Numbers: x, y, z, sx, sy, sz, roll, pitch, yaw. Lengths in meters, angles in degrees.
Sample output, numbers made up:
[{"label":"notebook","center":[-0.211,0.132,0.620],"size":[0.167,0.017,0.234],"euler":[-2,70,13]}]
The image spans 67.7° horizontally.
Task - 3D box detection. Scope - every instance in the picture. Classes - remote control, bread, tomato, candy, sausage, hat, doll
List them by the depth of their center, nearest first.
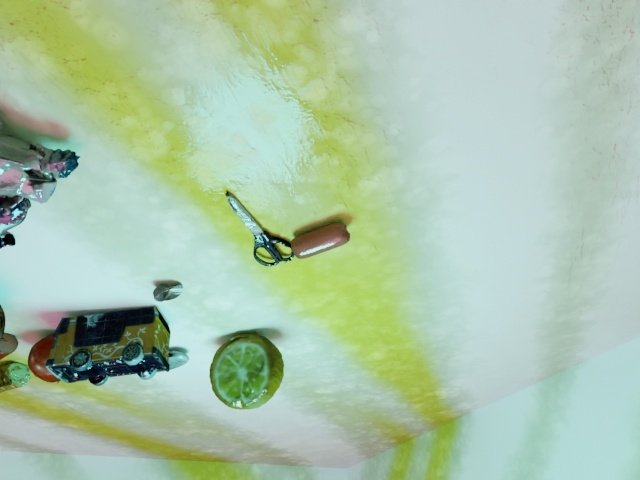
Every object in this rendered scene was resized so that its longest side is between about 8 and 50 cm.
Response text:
[{"label":"doll","center":[-0.844,0.028,1.169],"size":[0.195,0.070,0.096],"euler":[-20,171,16]},{"label":"sausage","center":[0.000,0.000,1.199],"size":[0.154,0.062,0.062],"euler":[-19,141,20]},{"label":"hat","center":[-0.445,0.144,1.384],"size":[0.087,0.042,0.058],"euler":[-28,151,-26]},{"label":"tomato","center":[-0.880,0.386,1.582],"size":[0.167,0.167,0.167],"euler":[-2,143,-2]},{"label":"candy","center":[-0.251,0.441,1.613],"size":[0.260,0.259,0.118],"euler":[-13,147,13]},{"label":"sausage","center":[-1.132,0.392,1.628],"size":[0.274,0.074,0.074],"euler":[-29,137,29]},{"label":"remote control","center":[-0.586,0.454,1.780],"size":[0.256,0.045,0.097],"euler":[-24,138,30]},{"label":"bread","center":[-1.219,0.527,1.790],"size":[0.270,0.087,0.098],"euler":[-18,142,18]}]

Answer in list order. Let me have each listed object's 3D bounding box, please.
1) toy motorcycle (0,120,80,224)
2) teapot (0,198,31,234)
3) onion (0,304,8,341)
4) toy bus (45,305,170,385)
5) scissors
[{"label":"toy motorcycle","center":[-0.571,-0.159,0.906],"size":[0.204,0.108,0.239],"euler":[-17,136,-12]},{"label":"teapot","center":[-0.787,-0.061,0.958],"size":[0.315,0.233,0.312],"euler":[-33,149,-7]},{"label":"onion","center":[-1.025,0.251,1.257],"size":[0.354,0.353,0.353],"euler":[-2,143,-2]},{"label":"toy bus","center":[-0.644,0.326,1.479],"size":[0.324,0.194,0.161],"euler":[-6,144,-2]},{"label":"scissors","center":[-0.158,-0.023,1.190],"size":[0.109,0.022,0.300],"euler":[-18,141,12]}]
